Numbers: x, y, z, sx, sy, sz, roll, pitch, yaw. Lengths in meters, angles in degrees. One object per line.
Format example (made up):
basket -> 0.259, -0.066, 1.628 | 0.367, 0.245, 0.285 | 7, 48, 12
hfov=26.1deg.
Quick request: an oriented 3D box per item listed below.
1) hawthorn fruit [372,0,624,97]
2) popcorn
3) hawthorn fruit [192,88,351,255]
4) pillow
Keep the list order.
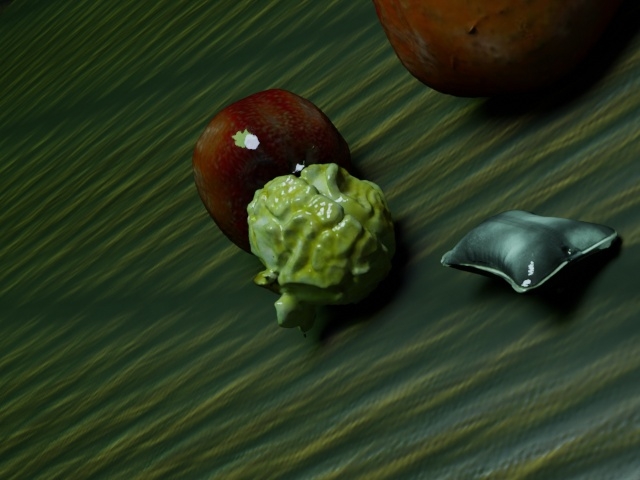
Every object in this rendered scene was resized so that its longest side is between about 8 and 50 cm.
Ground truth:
hawthorn fruit -> 0.129, -0.281, 1.230 | 0.254, 0.300, 0.254 | -37, 27, 23
popcorn -> 0.000, 0.000, 1.257 | 0.162, 0.141, 0.135 | -47, 24, -12
hawthorn fruit -> -0.057, -0.073, 1.420 | 0.169, 0.169, 0.188 | -52, 28, -2
pillow -> 0.163, 0.006, 1.093 | 0.091, 0.055, 0.135 | -52, 29, -7
